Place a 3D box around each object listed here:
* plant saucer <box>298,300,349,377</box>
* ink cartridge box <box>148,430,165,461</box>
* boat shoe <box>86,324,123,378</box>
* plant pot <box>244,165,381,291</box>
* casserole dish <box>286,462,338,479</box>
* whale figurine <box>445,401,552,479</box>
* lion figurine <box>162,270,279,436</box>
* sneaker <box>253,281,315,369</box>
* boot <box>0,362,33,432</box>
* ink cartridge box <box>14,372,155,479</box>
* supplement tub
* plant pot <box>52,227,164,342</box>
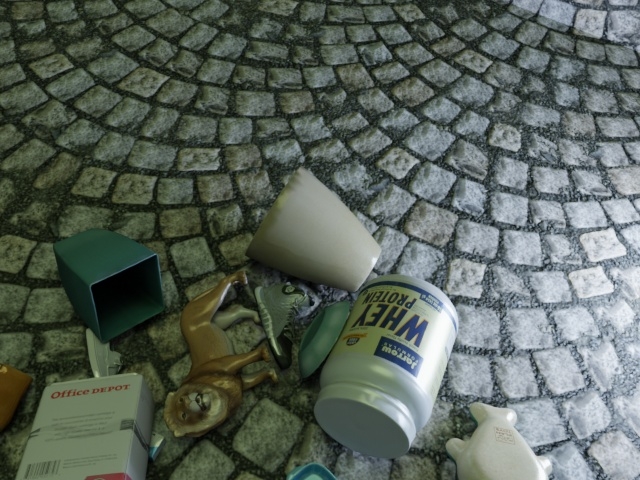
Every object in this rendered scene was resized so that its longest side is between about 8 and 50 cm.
[{"bbox_3d":[-0.004,0.206,1.362,0.037,0.195,0.195,33,55,-8],"label":"plant saucer"},{"bbox_3d":[-0.369,0.414,1.282,0.083,0.028,0.048,21,54,11],"label":"ink cartridge box"},{"bbox_3d":[-0.469,0.264,1.368,0.063,0.066,0.184,-16,47,-15],"label":"boat shoe"},{"bbox_3d":[0.000,0.000,1.507,0.273,0.256,0.257,32,56,-2],"label":"plant pot"},{"bbox_3d":[0.005,0.531,1.225,0.114,0.037,0.188,-36,63,-26],"label":"casserole dish"},{"bbox_3d":[0.358,0.457,1.271,0.216,0.141,0.272,10,29,2],"label":"whale figurine"},{"bbox_3d":[-0.240,0.239,1.375,0.240,0.142,0.392,-18,43,-5],"label":"lion figurine"},{"bbox_3d":[-0.068,0.178,1.423,0.132,0.086,0.229,-18,50,-6],"label":"sneaker"},{"bbox_3d":[-0.773,0.322,1.283,0.294,0.104,0.211,16,49,1],"label":"boot"},{"bbox_3d":[-0.438,0.408,1.174,0.207,0.117,0.283,-7,40,0],"label":"ink cartridge box"},{"bbox_3d":[0.139,0.256,1.296,0.235,0.236,0.325,21,49,11],"label":"supplement tub"},{"bbox_3d":[-0.500,0.077,1.420,0.234,0.166,0.165,30,43,33],"label":"plant pot"}]
